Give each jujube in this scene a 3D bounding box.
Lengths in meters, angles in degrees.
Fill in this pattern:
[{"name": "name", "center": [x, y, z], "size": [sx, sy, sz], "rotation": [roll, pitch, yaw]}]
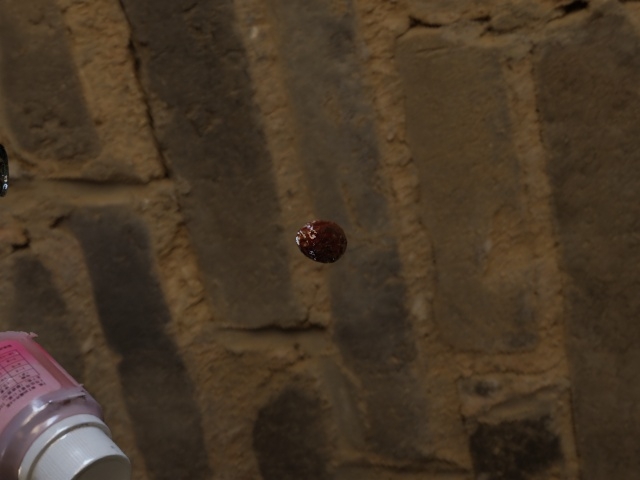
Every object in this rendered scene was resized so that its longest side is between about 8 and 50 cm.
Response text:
[{"name": "jujube", "center": [0.000, 0.000, 1.730], "size": [0.077, 0.129, 0.077], "rotation": [-3, -98, 24]}]

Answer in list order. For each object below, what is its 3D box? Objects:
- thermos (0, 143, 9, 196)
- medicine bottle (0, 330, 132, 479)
[{"name": "thermos", "center": [-0.522, -0.093, 1.326], "size": [0.188, 0.083, 0.073], "rotation": [-2, -78, -3]}, {"name": "medicine bottle", "center": [-0.333, 0.222, 1.162], "size": [0.247, 0.147, 0.147], "rotation": [35, -49, 34]}]
